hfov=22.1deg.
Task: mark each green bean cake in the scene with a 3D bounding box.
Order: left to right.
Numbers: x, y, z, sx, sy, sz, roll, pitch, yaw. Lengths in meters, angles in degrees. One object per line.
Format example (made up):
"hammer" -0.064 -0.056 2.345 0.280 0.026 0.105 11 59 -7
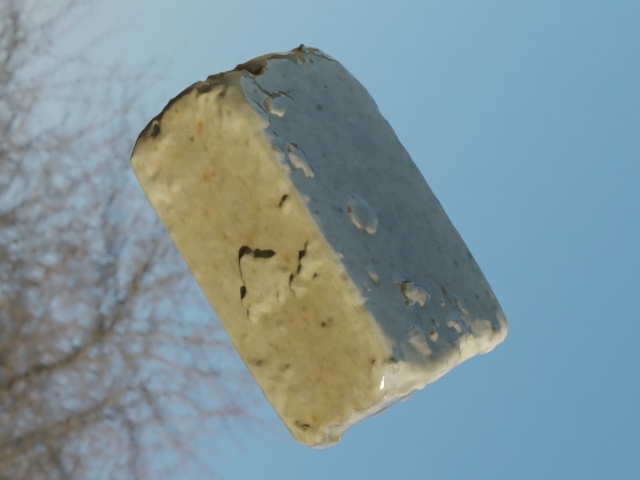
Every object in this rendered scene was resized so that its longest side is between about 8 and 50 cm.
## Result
"green bean cake" 0.000 0.000 0.794 0.085 0.179 0.109 -36 170 37
